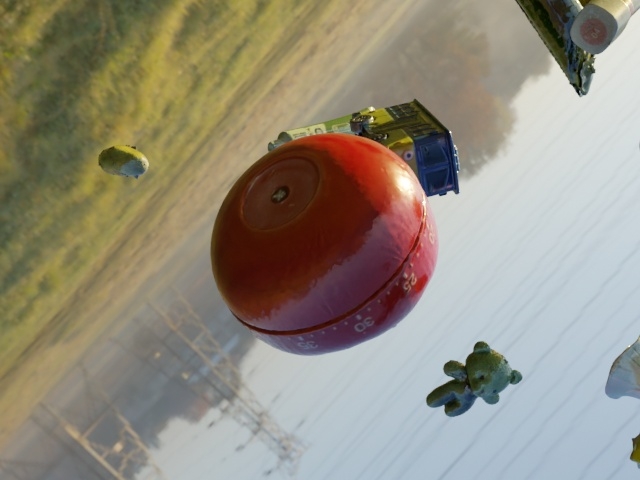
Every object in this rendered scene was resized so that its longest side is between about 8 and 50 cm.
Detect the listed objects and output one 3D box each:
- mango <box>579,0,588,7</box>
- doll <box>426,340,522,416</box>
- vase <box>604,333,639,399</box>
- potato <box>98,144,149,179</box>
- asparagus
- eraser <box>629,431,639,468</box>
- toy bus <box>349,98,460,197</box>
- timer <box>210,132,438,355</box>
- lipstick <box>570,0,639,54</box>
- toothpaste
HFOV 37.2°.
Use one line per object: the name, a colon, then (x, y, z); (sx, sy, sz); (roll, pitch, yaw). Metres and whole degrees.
mango: (0.670, -0.582, 2.307); (0.191, 0.122, 0.085); (-14, -158, 25)
doll: (0.237, 0.232, 1.491); (0.150, 0.115, 0.077); (-46, -164, 32)
vase: (0.862, 0.373, 2.114); (0.250, 0.445, 0.250); (-26, 132, -33)
potato: (-0.528, -0.212, 2.525); (0.188, 0.105, 0.085); (0, -122, 54)
asparagus: (0.525, -0.503, 2.122); (0.128, 0.382, 0.108); (-32, -174, 25)
eraser: (0.649, 0.345, 1.586); (0.226, 0.069, 0.158); (19, -103, 41)
toy bus: (0.170, -0.182, 1.955); (0.175, 0.138, 0.288); (-13, -156, -5)
timer: (0.000, 0.000, 1.571); (0.378, 0.279, 0.378); (-18, -134, 19)
lipstick: (0.383, -0.305, 1.204); (0.186, 0.057, 0.063); (-42, 164, -36)
toothpaste: (0.018, -0.267, 2.402); (0.392, 0.099, 0.061); (-18, 169, -41)
